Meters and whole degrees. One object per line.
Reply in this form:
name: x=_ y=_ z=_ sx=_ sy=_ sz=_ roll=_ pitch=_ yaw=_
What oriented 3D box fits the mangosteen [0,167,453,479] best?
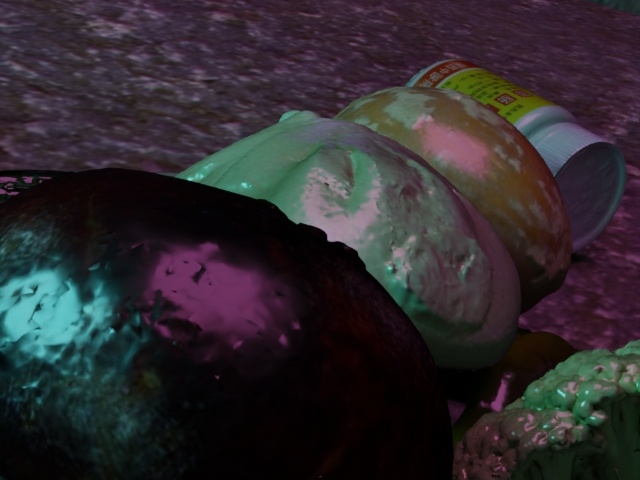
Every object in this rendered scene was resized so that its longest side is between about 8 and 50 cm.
mangosteen: x=-0.083 y=0.114 z=0.936 sx=0.297 sy=0.293 sz=0.297 roll=20 pitch=-6 yaw=2

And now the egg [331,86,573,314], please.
egg: x=0.096 y=-0.025 z=1.511 sx=0.245 sy=0.203 sz=0.203 roll=29 pitch=24 yaw=27

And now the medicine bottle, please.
medicine bottle: x=0.185 y=-0.085 z=1.826 sx=0.139 sy=0.139 sz=0.225 roll=-4 pitch=27 yaw=-42

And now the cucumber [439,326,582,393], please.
cucumber: x=0.155 y=0.100 z=1.415 sx=0.227 sy=0.069 sz=0.069 roll=19 pitch=20 yaw=4

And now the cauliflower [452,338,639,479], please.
cauliflower: x=0.211 y=0.190 z=1.060 sx=0.272 sy=0.275 sz=0.250 roll=36 pitch=36 yaw=-52

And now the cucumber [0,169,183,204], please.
cucumber: x=-0.181 y=-0.020 z=1.492 sx=0.265 sy=0.077 sz=0.077 roll=-2 pitch=25 yaw=-34

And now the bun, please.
bun: x=0.000 y=0.000 z=1.273 sx=0.293 sy=0.187 sz=0.293 roll=3 pitch=-4 yaw=0

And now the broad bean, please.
broad bean: x=0.110 y=0.137 z=1.261 sx=0.075 sy=0.067 sz=0.325 roll=44 pitch=35 yaw=11
